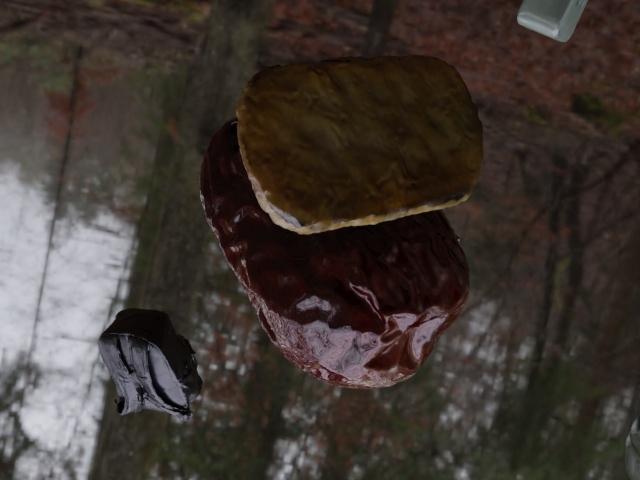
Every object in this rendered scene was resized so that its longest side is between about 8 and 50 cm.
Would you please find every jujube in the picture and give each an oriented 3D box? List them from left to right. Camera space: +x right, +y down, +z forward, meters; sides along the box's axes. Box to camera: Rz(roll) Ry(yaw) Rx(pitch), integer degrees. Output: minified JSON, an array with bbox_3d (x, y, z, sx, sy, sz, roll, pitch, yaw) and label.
[{"bbox_3d":[0.000,0.000,1.077,0.216,0.216,0.342,2,-141,-47],"label":"jujube"}]

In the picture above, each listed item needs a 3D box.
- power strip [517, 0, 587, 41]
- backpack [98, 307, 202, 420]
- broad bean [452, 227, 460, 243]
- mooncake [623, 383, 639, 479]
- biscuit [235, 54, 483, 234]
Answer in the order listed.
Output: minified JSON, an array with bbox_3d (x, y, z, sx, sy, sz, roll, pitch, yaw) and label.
[{"bbox_3d":[0.334,-0.414,1.181,0.062,0.385,0.091,28,-165,17],"label":"power strip"},{"bbox_3d":[-0.228,0.161,1.404,0.120,0.165,0.106,6,-138,14],"label":"backpack"},{"bbox_3d":[0.151,0.044,1.468,0.046,0.195,0.061,-6,-130,-23],"label":"broad bean"},{"bbox_3d":[0.409,0.160,0.771,0.356,0.194,0.356,25,168,6],"label":"mooncake"},{"bbox_3d":[0.036,-0.071,0.738,0.247,0.118,0.029,-12,175,-45],"label":"biscuit"}]
